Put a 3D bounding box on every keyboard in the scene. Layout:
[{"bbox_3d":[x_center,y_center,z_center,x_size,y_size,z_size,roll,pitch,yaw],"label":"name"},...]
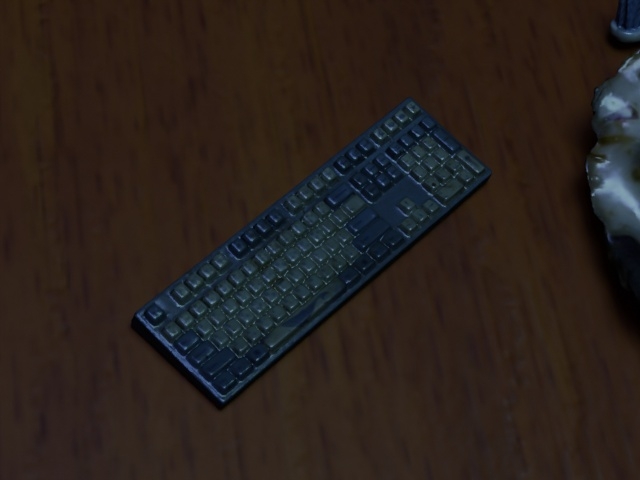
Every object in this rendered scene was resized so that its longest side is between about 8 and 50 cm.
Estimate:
[{"bbox_3d":[0.000,0.001,0.684,0.055,0.014,0.176,43,60,13],"label":"keyboard"}]

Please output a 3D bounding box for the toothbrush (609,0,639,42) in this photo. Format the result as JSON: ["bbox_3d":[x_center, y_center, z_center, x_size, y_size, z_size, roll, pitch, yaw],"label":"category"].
[{"bbox_3d":[0.281,-0.142,0.829,0.304,0.030,0.030,-13,61,-22],"label":"toothbrush"}]

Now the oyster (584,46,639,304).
[{"bbox_3d":[0.211,0.051,0.665,0.128,0.078,0.345,-21,64,1],"label":"oyster"}]
